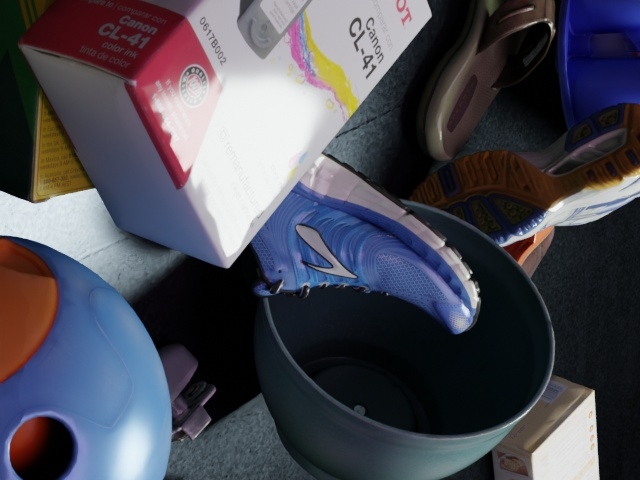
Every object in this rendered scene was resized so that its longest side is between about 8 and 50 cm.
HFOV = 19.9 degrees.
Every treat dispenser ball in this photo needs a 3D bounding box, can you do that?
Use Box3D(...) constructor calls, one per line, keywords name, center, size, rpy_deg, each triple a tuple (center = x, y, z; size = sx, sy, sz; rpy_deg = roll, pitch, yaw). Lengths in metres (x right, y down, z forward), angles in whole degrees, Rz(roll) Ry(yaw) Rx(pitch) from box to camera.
Box3D(name="treat dispenser ball", center=(-0.255, 0.137, 1.349), size=(0.288, 0.288, 0.288), rpy_deg=(-27, 127, -44))

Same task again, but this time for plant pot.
Box3D(name="plant pot", center=(0.060, 0.129, 1.805), size=(0.293, 0.293, 0.196), rpy_deg=(-35, 158, -39))

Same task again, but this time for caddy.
Box3D(name="caddy", center=(0.364, -0.198, 2.105), size=(0.341, 0.179, 0.241), rpy_deg=(22, 69, -63))

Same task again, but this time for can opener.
Box3D(name="can opener", center=(-0.204, 0.209, 1.659), size=(0.283, 0.076, 0.095), rpy_deg=(-45, 106, -30))

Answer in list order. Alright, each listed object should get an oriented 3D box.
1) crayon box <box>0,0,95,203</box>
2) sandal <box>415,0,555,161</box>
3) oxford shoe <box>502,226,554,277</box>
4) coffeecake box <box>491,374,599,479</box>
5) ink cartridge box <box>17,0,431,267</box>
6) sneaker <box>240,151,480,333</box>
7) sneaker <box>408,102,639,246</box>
Box3D(name="crayon box", center=(-0.174, -0.204, 1.469), size=(0.202, 0.081, 0.318), rpy_deg=(-15, 118, -50))
Box3D(name="sandal", center=(0.204, -0.213, 1.959), size=(0.120, 0.086, 0.302), rpy_deg=(37, 76, -54))
Box3D(name="oxford shoe", center=(0.186, 0.048, 2.060), size=(0.271, 0.097, 0.098), rpy_deg=(-40, 141, -35))
Box3D(name="coffeecake box", center=(0.289, 0.290, 2.332), size=(0.142, 0.068, 0.185), rpy_deg=(-39, 134, -36))
Box3D(name="ink cartridge box", center=(-0.066, -0.167, 1.450), size=(0.306, 0.131, 0.226), rpy_deg=(-51, 141, -23))
Box3D(name="sneaker", center=(0.000, 0.000, 1.688), size=(0.330, 0.130, 0.147), rpy_deg=(32, 94, -13))
Box3D(name="sneaker", center=(0.240, -0.043, 1.963), size=(0.131, 0.296, 0.111), rpy_deg=(50, 25, -64))
